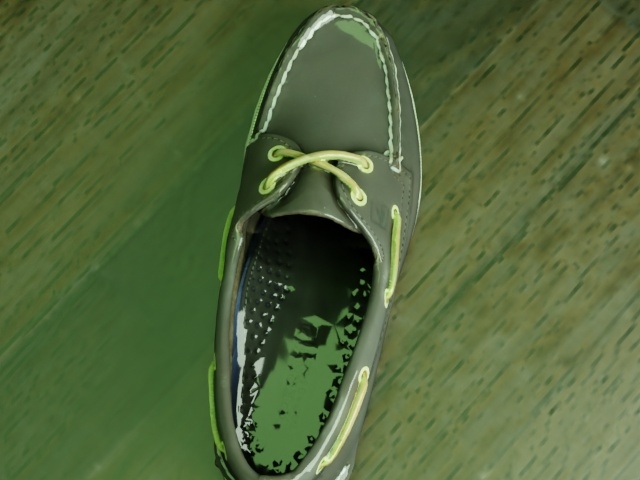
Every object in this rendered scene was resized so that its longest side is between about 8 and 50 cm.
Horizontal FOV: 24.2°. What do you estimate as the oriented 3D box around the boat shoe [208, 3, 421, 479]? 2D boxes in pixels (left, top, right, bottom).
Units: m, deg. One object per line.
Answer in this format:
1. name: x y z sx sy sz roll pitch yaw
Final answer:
1. boat shoe: 0.000 0.000 0.629 0.081 0.069 0.228 7 77 2
